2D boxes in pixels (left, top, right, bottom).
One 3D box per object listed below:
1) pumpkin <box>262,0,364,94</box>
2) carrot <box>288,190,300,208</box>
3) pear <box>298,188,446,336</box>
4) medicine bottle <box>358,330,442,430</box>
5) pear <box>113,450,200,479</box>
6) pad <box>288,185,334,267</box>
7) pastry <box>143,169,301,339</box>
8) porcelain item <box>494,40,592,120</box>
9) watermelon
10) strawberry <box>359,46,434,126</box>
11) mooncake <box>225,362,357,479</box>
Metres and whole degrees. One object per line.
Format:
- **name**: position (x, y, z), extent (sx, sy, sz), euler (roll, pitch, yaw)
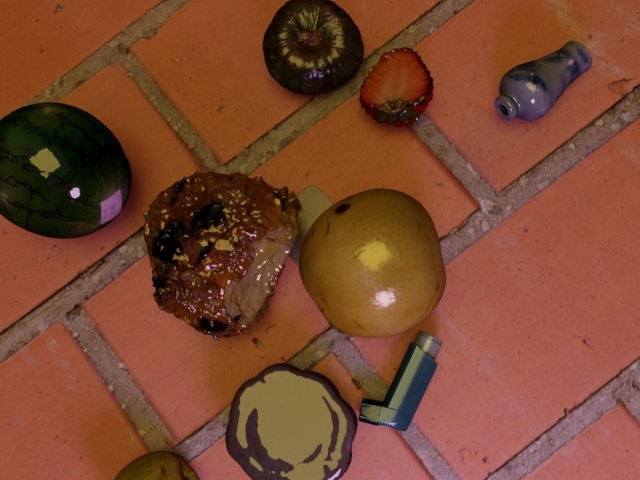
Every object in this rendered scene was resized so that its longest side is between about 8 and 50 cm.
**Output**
- **pumpkin**: position (-0.024, -0.499, 1.726), extent (0.260, 0.189, 0.260), euler (-1, 80, 7)
- **carrot**: position (-0.115, -0.069, 1.723), extent (0.139, 0.048, 0.048), euler (-35, 78, 1)
- **pear**: position (0.119, 0.057, 1.525), extent (0.348, 0.348, 0.348), euler (-1, 79, 6)
- **medicine bottle**: position (0.193, 0.334, 1.597), extent (0.124, 0.079, 0.258), euler (28, 83, 10)
- **pear**: position (-0.381, 0.584, 1.558), extent (0.200, 0.200, 0.200), euler (-1, 79, 6)
- **pad**: position (0.000, 0.000, 1.721), extent (0.176, 0.002, 0.266), euler (-41, 78, -2)
- **pastry**: position (-0.253, 0.014, 1.598), extent (0.337, 0.292, 0.405), euler (30, 101, 23)
- **porcelain item**: position (0.551, -0.393, 1.680), extent (0.259, 0.141, 0.141), euler (-34, 78, -11)
- **watermelon**: position (-0.648, -0.172, 1.652), extent (0.363, 0.363, 0.363), euler (-1, 79, 6)
- **strawberry**: position (0.203, -0.381, 1.732), extent (0.190, 0.111, 0.236), euler (0, 56, 16)
- **mooncake**: position (-0.063, 0.437, 1.566), extent (0.306, 0.154, 0.306), euler (-1, 78, 6)
